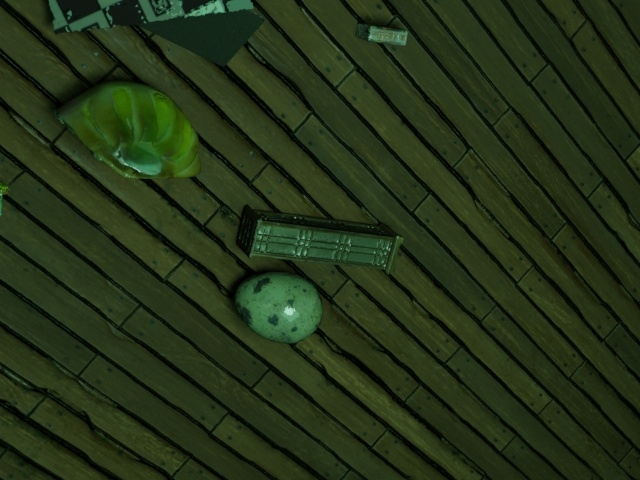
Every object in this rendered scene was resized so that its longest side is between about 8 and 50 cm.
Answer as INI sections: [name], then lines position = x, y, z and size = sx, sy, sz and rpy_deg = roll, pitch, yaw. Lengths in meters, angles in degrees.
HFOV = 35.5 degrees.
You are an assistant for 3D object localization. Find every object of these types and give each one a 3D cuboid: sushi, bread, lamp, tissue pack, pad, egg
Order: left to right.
[bread]
position = -0.326, -0.197, 1.745
size = 0.261, 0.158, 0.156
rpy_deg = 1, 105, -27
[sushi]
position = -0.298, -0.510, 1.609
size = 0.340, 0.069, 0.320
rpy_deg = -8, 106, -2
[pad]
position = -0.222, -0.390, 1.756
size = 0.211, 0.003, 0.143
rpy_deg = 23, 136, -30
[egg]
position = -0.084, 0.131, 1.984
size = 0.182, 0.141, 0.141
rpy_deg = 17, 102, -9
[lamp]
position = 0.000, 0.000, 2.001
size = 0.325, 0.090, 0.089
rpy_deg = 7, 106, -25
[tissue pack]
position = 0.117, -0.395, 1.920
size = 0.083, 0.063, 0.035
rpy_deg = 3, 105, -24

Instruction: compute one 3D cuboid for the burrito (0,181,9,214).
[burrito]
position = -0.674, -0.033, 1.708
size = 0.288, 0.054, 0.104
rpy_deg = -12, 115, -21
